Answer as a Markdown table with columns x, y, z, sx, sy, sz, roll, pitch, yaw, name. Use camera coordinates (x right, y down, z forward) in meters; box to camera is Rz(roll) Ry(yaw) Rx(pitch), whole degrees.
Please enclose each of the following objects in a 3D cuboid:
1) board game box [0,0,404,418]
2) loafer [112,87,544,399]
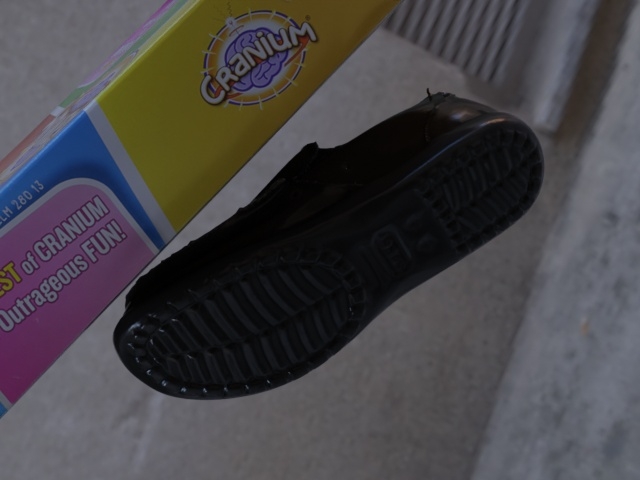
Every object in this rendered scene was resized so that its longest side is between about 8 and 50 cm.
| x | y | z | sx | sy | sz | roll | pitch | yaw | name |
| --- | --- | --- | --- | --- | --- | --- | --- | --- | --- |
| -0.093 | -0.046 | 0.717 | 0.316 | 0.064 | 0.242 | -48 | 13 | -20 | board game box |
| 0.000 | 0.000 | 0.718 | 0.220 | 0.080 | 0.078 | -28 | 37 | -5 | loafer |
